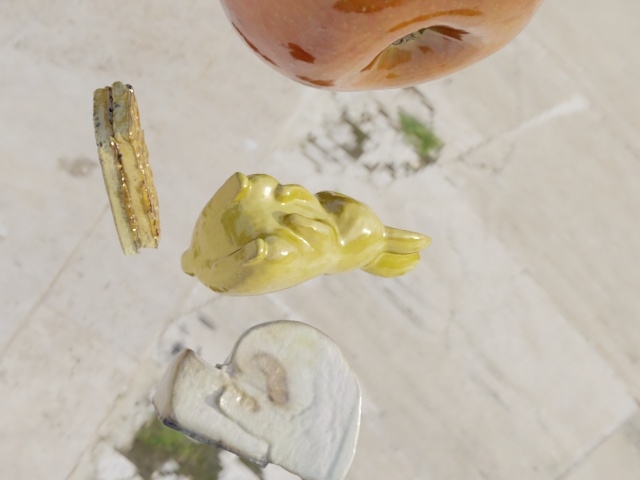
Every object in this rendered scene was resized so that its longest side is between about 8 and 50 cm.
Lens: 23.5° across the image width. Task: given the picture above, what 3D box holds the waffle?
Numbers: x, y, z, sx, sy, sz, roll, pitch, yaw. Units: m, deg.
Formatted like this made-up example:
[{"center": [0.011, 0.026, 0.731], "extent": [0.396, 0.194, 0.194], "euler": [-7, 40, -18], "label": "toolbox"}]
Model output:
[{"center": [-0.191, -0.071, 1.517], "extent": [0.042, 0.148, 0.102], "euler": [-10, 39, -1], "label": "waffle"}]

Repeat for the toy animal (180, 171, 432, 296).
[{"center": [-0.002, 0.000, 0.964], "extent": [0.159, 0.083, 0.070], "euler": [-1, 65, -36], "label": "toy animal"}]

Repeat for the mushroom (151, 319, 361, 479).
[{"center": [-0.065, 0.173, 1.826], "extent": [0.236, 0.162, 0.173], "euler": [26, 85, -10], "label": "mushroom"}]

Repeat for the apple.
[{"center": [0.052, -0.225, 1.167], "extent": [0.272, 0.251, 0.206], "euler": [-11, 65, -7], "label": "apple"}]
